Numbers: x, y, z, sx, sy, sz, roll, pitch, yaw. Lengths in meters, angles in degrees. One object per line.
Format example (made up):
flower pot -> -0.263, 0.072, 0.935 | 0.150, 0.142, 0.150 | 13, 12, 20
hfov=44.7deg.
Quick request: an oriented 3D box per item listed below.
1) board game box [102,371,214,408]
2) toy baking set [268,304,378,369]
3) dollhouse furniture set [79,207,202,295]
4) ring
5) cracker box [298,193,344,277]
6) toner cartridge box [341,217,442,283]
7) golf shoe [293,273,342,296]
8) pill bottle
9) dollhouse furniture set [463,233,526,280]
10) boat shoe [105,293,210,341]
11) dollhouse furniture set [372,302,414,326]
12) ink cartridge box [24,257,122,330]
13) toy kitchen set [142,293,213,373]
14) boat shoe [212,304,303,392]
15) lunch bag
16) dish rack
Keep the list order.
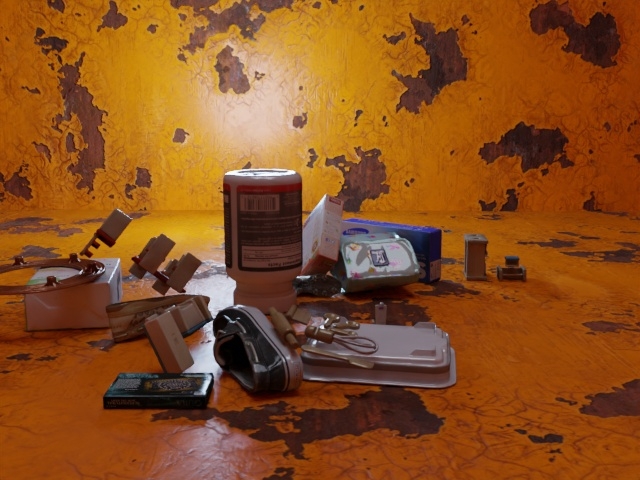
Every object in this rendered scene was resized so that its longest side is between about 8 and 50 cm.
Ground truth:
board game box -> -0.299, 0.280, 1.459 | 0.186, 0.026, 0.126 | 0, 10, -1
toy baking set -> 0.007, 0.181, 1.548 | 0.197, 0.030, 0.256 | 5, 18, -18
dollhouse furniture set -> -0.440, 0.053, 1.904 | 0.259, 0.135, 0.262 | 37, -16, -13
ring -> -0.700, 0.076, 1.907 | 0.336, 0.032, 0.336 | -3, 11, 1
cracker box -> 0.000, 0.000, 2.302 | 0.067, 0.232, 0.156 | 20, -39, -17
toner cartridge box -> 0.217, 0.029, 2.490 | 0.348, 0.165, 0.075 | 8, 12, 38
golf shoe -> -0.027, 0.124, 2.234 | 0.176, 0.069, 0.086 | 2, 4, 0
pill bottle -> -0.152, -0.001, 2.072 | 0.210, 0.363, 0.210 | 0, 11, 0
dollhouse furniture set -> 0.551, 0.052, 2.471 | 0.184, 0.129, 0.129 | 0, 10, 5
boat shoe -> -0.388, 0.181, 1.884 | 0.285, 0.089, 0.104 | -5, -4, -45
dollhouse furniture set -> 0.182, 0.183, 1.864 | 0.114, 0.081, 0.091 | 1, 10, 1
ink cartridge box -> -0.631, 0.126, 2.030 | 0.207, 0.119, 0.353 | -2, 11, -9
toy kitchen set -> -0.330, 0.217, 1.668 | 0.166, 0.122, 0.207 | -24, 2, 24
boat shoe -> -0.159, 0.211, 1.577 | 0.119, 0.121, 0.335 | -1, 11, -31
lunch bag -> 0.153, 0.069, 2.286 | 0.223, 0.160, 0.262 | -3, 15, -10
dish rack -> 0.121, 0.227, 1.657 | 0.333, 0.072, 0.285 | 3, 10, 8
